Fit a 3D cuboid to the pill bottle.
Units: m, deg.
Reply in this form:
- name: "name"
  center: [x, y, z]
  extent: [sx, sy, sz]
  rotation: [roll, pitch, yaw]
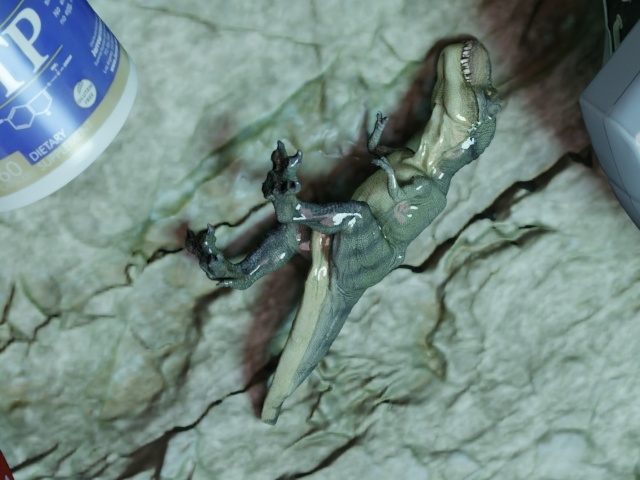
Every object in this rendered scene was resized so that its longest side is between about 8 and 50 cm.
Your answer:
- name: "pill bottle"
  center: [-0.180, -0.112, 0.861]
  extent: [0.112, 0.112, 0.187]
  rotation: [-35, 125, 5]

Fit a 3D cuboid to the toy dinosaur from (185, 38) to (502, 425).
- name: "toy dinosaur"
  center: [0.000, 0.000, 1.024]
  extent: [0.118, 0.064, 0.268]
  rotation: [18, 117, -34]

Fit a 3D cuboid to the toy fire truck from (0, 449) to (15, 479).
- name: "toy fire truck"
  center: [-0.239, 0.173, 0.932]
  extent: [0.169, 0.254, 0.302]
  rotation: [-20, 125, -5]

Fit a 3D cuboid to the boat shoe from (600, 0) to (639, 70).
- name: "boat shoe"
  center: [0.192, -0.118, 1.003]
  extent: [0.077, 0.070, 0.219]
  rotation: [-13, 124, -10]

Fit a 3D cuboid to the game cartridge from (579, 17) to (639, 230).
- name: "game cartridge"
  center: [0.263, -0.059, 1.017]
  extent: [0.196, 0.060, 0.294]
  rotation: [-50, 138, 6]
